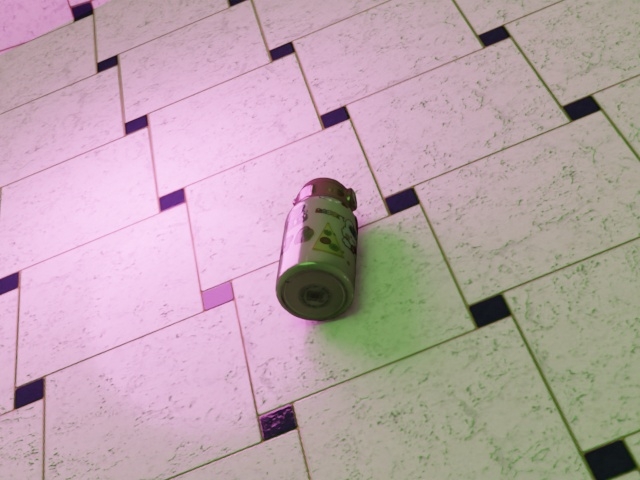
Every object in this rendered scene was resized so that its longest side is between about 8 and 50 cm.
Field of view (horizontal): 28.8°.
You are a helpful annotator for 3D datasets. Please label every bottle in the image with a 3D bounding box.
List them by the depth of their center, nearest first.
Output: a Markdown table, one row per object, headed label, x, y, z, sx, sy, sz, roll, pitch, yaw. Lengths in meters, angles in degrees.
| label | x | y | z | sx | sy | sz | roll | pitch | yaw |
| --- | --- | --- | --- | --- | --- | --- | --- | --- | --- |
| bottle | 0.000 | 0.000 | 1.907 | 0.120 | 0.120 | 0.253 | -13 | 38 | 16 |
